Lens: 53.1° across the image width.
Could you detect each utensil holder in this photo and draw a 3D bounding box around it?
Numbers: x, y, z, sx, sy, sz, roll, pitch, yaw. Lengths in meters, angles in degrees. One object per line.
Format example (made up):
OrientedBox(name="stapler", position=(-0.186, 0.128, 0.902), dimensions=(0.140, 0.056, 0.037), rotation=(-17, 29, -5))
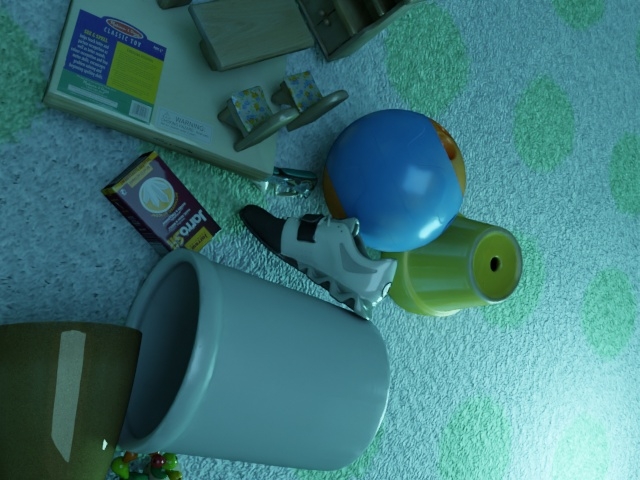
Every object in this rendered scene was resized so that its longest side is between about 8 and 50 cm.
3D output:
OrientedBox(name="utensil holder", position=(-0.120, 0.225, 1.124), dimensions=(0.386, 0.328, 0.327), rotation=(21, 79, -33))

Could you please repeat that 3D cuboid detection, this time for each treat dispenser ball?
OrientedBox(name="treat dispenser ball", position=(0.148, -0.121, 1.298), dimensions=(0.288, 0.288, 0.287), rotation=(0, 91, -32))

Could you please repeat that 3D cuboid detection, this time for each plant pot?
OrientedBox(name="plant pot", position=(-0.394, 0.266, 0.962), dimensions=(0.237, 0.237, 0.254), rotation=(8, 71, -32))
OrientedBox(name="plant pot", position=(0.305, 0.050, 1.428), dimensions=(0.254, 0.239, 0.253), rotation=(0, 91, -33))

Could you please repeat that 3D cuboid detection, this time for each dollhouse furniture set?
OrientedBox(name="dollhouse furniture set", position=(-0.036, -0.416, 1.150), dimensions=(0.394, 0.257, 0.362), rotation=(-29, 93, -38))

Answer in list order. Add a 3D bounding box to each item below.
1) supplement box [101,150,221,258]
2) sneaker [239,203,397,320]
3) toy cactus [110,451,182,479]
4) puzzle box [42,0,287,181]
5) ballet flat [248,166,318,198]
OrientedBox(name="supplement box", position=(-0.284, -0.055, 1.153), dimensions=(0.104, 0.081, 0.188), rotation=(-48, 114, -22))
OrientedBox(name="sneaker", position=(0.000, 0.000, 1.220), dimensions=(0.331, 0.122, 0.146), rotation=(34, 95, 15))
OrientedBox(name="toy cactus", position=(-0.305, 0.421, 1.110), dimensions=(0.219, 0.112, 0.180), rotation=(-45, 157, 15))
OrientedBox(name="puzzle box", position=(-0.255, -0.294, 1.149), dimensions=(0.409, 0.052, 0.271), rotation=(19, 66, -30))
OrientedBox(name="ballet flat", position=(-0.093, -0.121, 1.287), dimensions=(0.189, 0.070, 0.070), rotation=(12, 84, -28))
